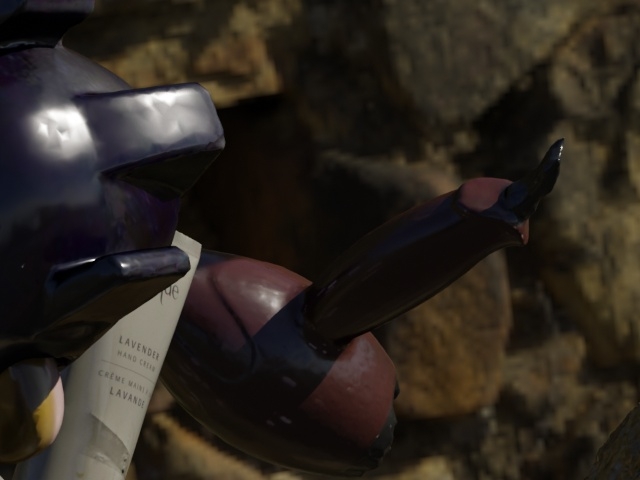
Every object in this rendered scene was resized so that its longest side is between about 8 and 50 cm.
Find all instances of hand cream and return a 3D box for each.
[{"bbox_3d":[-0.113,0.075,1.006,0.054,0.186,0.087,10,-13,35],"label":"hand cream"}]

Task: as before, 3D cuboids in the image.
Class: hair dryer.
[{"bbox_3d":[0.000,0.000,1.254,0.340,0.312,0.123,-35,27,34],"label":"hair dryer"}]

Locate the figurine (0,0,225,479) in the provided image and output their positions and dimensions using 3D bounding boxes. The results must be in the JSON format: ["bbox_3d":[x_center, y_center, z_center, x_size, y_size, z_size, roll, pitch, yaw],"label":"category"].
[{"bbox_3d":[-0.170,0.014,0.735,0.308,0.308,0.143,0,31,26],"label":"figurine"}]

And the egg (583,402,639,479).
[{"bbox_3d":[0.150,0.109,0.721,0.118,0.140,0.116,-22,25,-38],"label":"egg"}]
